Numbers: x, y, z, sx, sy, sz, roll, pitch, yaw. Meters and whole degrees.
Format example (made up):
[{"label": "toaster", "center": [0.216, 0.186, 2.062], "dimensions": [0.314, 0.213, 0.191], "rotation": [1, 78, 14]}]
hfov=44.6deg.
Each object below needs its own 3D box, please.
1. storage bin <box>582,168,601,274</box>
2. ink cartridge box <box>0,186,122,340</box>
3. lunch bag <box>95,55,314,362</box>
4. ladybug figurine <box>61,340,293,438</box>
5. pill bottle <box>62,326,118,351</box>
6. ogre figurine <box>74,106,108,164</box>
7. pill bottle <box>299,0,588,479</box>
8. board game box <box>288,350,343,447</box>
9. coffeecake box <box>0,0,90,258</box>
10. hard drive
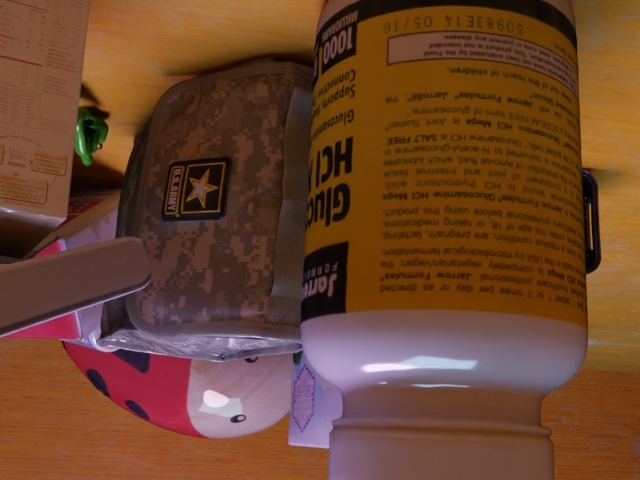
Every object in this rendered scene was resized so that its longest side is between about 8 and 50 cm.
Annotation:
[{"label": "storage bin", "center": [0.214, -0.017, 0.888], "dimensions": [0.180, 0.122, 0.084], "rotation": [4, 166, -4]}, {"label": "ink cartridge box", "center": [-0.399, 0.033, 0.937], "dimensions": [0.309, 0.130, 0.272], "rotation": [-1, -161, 15]}, {"label": "lunch bag", "center": [-0.093, -0.014, 0.719], "dimensions": [0.168, 0.235, 0.287], "rotation": [13, 163, -25]}, {"label": "ladybug figurine", "center": [-0.233, 0.136, 1.138], "dimensions": [0.449, 0.305, 0.162], "rotation": [16, -163, 31]}, {"label": "pill bottle", "center": [-0.322, 0.099, 1.045], "dimensions": [0.137, 0.078, 0.078], "rotation": [8, 171, 33]}, {"label": "ogre figurine", "center": [-0.275, -0.101, 0.700], "dimensions": [0.118, 0.197, 0.097], "rotation": [11, 122, 3]}, {"label": "pill bottle", "center": [0.082, -0.002, 0.533], "dimensions": [0.187, 0.334, 0.188], "rotation": [2, 166, 1]}, {"label": "board game box", "center": [0.058, 0.049, 0.779], "dimensions": [0.065, 0.318, 0.318], "rotation": [8, 164, -21]}, {"label": "coffeecake box", "center": [-0.210, -0.093, 0.526], "dimensions": [0.068, 0.186, 0.142], "rotation": [10, 164, -29]}, {"label": "hard drive", "center": [-0.300, 0.056, 0.541], "dimensions": [0.307, 0.040, 0.203], "rotation": [-11, -176, 29]}]
